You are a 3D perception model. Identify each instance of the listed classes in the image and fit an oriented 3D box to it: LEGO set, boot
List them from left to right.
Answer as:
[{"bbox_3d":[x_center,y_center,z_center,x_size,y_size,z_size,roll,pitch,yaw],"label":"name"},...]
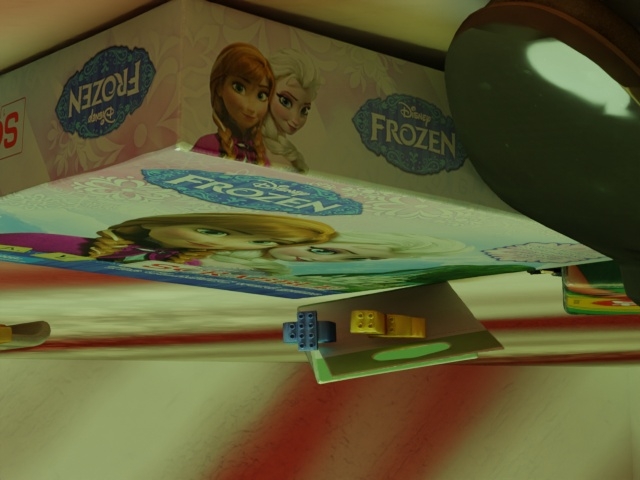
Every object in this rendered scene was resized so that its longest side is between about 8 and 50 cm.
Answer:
[{"bbox_3d":[0.029,0.057,1.278,0.227,0.087,0.093,-4,171,15],"label":"LEGO set"},{"bbox_3d":[0.158,-0.046,0.607,0.112,0.115,0.305,14,166,42],"label":"boot"}]

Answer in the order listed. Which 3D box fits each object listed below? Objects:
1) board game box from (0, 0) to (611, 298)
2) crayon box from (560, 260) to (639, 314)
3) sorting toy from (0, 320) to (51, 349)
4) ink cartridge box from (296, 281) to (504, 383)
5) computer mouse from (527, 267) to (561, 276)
[{"bbox_3d":[-0.034,-0.026,0.728,0.318,0.066,0.318,9,168,-39],"label":"board game box"},{"bbox_3d":[0.326,0.001,0.939,0.318,0.081,0.202,-3,171,11],"label":"crayon box"},{"bbox_3d":[-0.341,0.070,1.079,0.347,0.047,0.196,-10,172,44],"label":"sorting toy"},{"bbox_3d":[0.076,0.107,1.368,0.171,0.056,0.235,-9,-163,-6],"label":"ink cartridge box"},{"bbox_3d":[0.313,0.035,1.311,0.242,0.041,0.071,1,172,-10],"label":"computer mouse"}]
